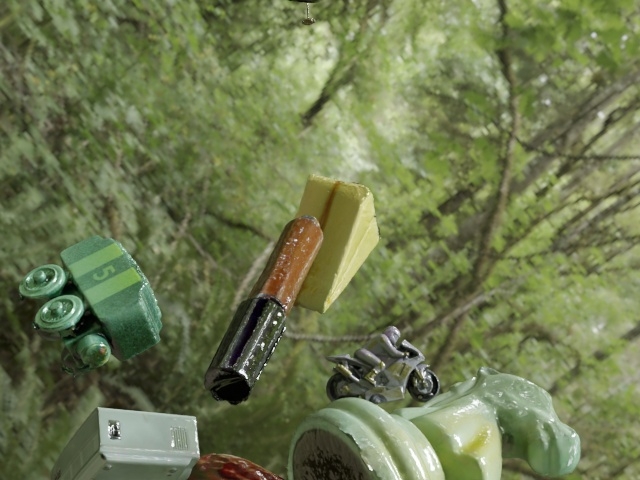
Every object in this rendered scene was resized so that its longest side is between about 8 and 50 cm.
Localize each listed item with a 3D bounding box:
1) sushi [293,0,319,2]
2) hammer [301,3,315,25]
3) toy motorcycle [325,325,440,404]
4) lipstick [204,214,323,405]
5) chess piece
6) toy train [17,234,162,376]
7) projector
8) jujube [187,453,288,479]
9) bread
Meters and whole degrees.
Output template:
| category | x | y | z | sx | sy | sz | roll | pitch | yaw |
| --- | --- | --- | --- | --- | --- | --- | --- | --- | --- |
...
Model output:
| category | x | y | z | sx | sy | sz | roll | pitch | yaw |
| --- | --- | --- | --- | --- | --- | --- | --- | --- | --- |
| sushi | -0.006 | -0.567 | 1.457 | 0.329 | 0.327 | 0.285 | 106 | -3 | -50 |
| hammer | -0.027 | -0.506 | 1.953 | 0.014 | 0.029 | 0.123 | -24 | 111 | -78 |
| toy motorcycle | 0.119 | 0.243 | 1.842 | 0.073 | 0.224 | 0.152 | 118 | -30 | -75 |
| lipstick | -0.070 | 0.083 | 1.390 | 0.077 | 0.077 | 0.418 | 53 | 30 | -18 |
| chess piece | 0.129 | 0.205 | 0.927 | 0.175 | 0.298 | 0.176 | 24 | -59 | 48 |
| toy train | -0.455 | 0.124 | 1.874 | 0.299 | 0.238 | 0.167 | 44 | -24 | 44 |
| projector | -0.206 | 0.238 | 0.993 | 0.115 | 0.147 | 0.061 | 11 | 48 | -31 |
| jujube | -0.118 | 0.358 | 1.156 | 0.243 | 0.183 | 0.183 | 5 | -41 | 50 |
| bread | -0.002 | 0.004 | 2.040 | 0.167 | 0.264 | 0.163 | 13 | -44 | 28 |
